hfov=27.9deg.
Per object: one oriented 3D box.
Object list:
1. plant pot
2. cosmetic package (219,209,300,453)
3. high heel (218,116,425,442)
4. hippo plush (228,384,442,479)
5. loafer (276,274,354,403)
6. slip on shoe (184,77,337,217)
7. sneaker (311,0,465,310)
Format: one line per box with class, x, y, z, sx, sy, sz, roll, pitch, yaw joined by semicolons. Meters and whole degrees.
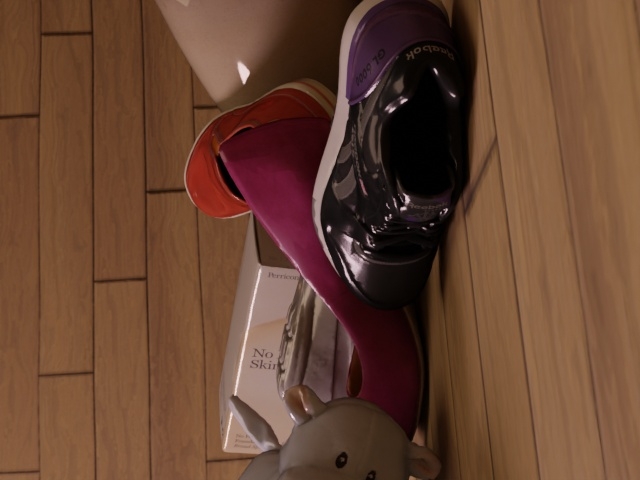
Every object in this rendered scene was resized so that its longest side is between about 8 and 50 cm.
plant pot;-0.045;-0.222;1.573;0.256;0.257;0.274;-101;-6;-67
cosmetic package;-0.023;0.112;1.515;0.113;0.160;0.309;-98;15;-48
high heel;0.004;0.058;1.211;0.127;0.181;0.377;-102;9;-66
hippo plush;0.022;0.254;1.154;0.236;0.234;0.294;-49;15;44
loafer;0.035;0.029;1.327;0.112;0.112;0.319;-104;25;-71
slip on shoe;-0.087;-0.089;1.485;0.123;0.101;0.331;50;151;-9
sneaker;0.056;-0.039;0.981;0.124;0.107;0.283;-107;13;-51
